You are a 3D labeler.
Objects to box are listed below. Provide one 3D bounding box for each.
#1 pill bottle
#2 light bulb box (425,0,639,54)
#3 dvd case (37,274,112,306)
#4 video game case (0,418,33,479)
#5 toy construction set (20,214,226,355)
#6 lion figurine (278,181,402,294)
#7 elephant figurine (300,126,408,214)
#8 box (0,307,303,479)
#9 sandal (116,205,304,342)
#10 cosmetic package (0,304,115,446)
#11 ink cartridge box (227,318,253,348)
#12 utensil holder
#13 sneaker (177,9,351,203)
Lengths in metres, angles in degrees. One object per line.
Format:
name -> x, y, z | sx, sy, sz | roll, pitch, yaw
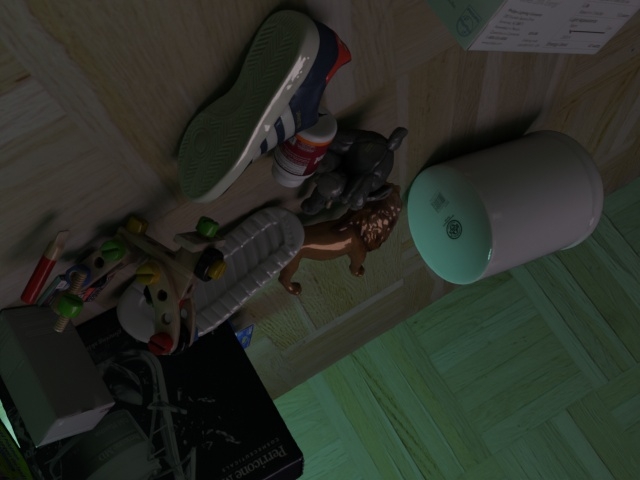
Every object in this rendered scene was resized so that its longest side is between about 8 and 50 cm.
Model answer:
pill bottle -> -0.034, -0.163, 1.314 | 0.086, 0.086, 0.152 | -19, 157, -32
light bulb box -> 0.341, -0.452, 0.983 | 0.357, 0.225, 0.361 | -12, 152, -43
dvd case -> -0.455, 0.091, 1.394 | 0.087, 0.013, 0.119 | -44, 159, 29
video game case -> -0.704, 0.447, 1.479 | 0.035, 0.275, 0.248 | -54, 154, 17
toy construction set -> -0.304, 0.032, 1.248 | 0.308, 0.257, 0.237 | 12, 116, -49
lion figurine -> 0.000, 0.000, 1.685 | 0.392, 0.142, 0.240 | -20, 150, -19
elephant figurine -> 0.059, -0.131, 1.482 | 0.239, 0.186, 0.169 | 69, 36, -81
box -> -0.354, 0.399, 1.597 | 0.479, 0.472, 0.297 | -28, 160, -14
sandal -> -0.214, 0.081, 1.544 | 0.416, 0.169, 0.102 | -29, -179, -7
cosmetic package -> -0.490, 0.236, 1.350 | 0.107, 0.238, 0.127 | -44, 157, 30
ink cartridge box -> -0.332, 0.303, 2.013 | 0.311, 0.065, 0.186 | -23, 158, -19
utensil holder -> 0.464, -0.083, 1.904 | 0.385, 0.328, 0.328 | -19, 157, -31
sneaker -> -0.081, -0.180, 1.134 | 0.148, 0.131, 0.350 | 1, 142, -50
